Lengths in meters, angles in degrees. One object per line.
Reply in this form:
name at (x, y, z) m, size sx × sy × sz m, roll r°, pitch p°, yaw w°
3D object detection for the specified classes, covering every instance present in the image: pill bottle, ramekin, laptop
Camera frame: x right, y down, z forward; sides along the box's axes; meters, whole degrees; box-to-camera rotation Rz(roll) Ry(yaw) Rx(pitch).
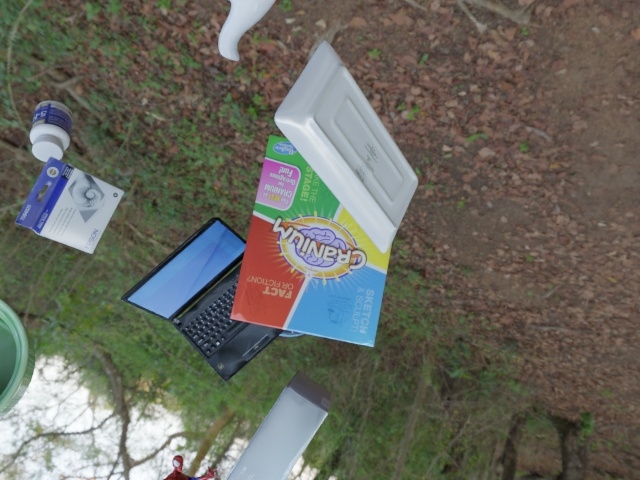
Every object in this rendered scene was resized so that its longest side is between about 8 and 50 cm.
pill bottle at (-0.848, -0.341, 1.558) m, size 0.111 × 0.187 × 0.112 m, roll -10°, pitch 144°, yaw -7°
ramekin at (-0.743, 0.252, 1.000) m, size 0.303 × 0.304 × 0.148 m, roll 27°, pitch 155°, yaw -5°
laptop at (-0.193, 0.125, 0.969) m, size 0.264 × 0.234 × 0.136 m, roll 49°, pitch 180°, yaw -4°

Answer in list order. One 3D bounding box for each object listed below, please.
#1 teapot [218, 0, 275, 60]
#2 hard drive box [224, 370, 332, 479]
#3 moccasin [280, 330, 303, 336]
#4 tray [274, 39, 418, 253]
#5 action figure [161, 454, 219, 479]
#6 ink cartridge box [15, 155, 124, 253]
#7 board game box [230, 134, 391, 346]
teapot at (-0.147, -0.420, 0.632) m, size 0.187 × 0.256 × 0.252 m, roll -19°, pitch 156°, yaw 23°
hard drive box at (-0.079, 0.377, 0.930) m, size 0.089 × 0.232 × 0.181 m, roll 32°, pitch 177°, yaw 7°
moccasin at (-0.147, 0.205, 1.502) m, size 0.341 × 0.117 × 0.138 m, roll 19°, pitch -153°, yaw -37°
tray at (0.057, -0.115, 0.658) m, size 0.030 × 0.145 × 0.270 m, roll 3°, pitch 146°, yaw 44°
action figure at (-0.294, 0.623, 1.108) m, size 0.091 × 0.281 × 0.139 m, roll 14°, pitch 142°, yaw -44°
ink cartridge box at (-0.736, -0.101, 1.466) m, size 0.224 × 0.224 × 0.045 m, roll 28°, pitch 177°, yaw -40°
board game box at (0.000, 0.000, 0.843) m, size 0.242 × 0.317 × 0.064 m, roll 10°, pitch 172°, yaw 1°
